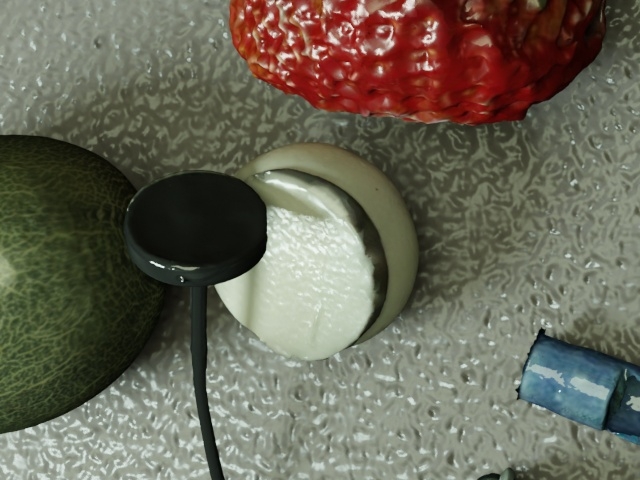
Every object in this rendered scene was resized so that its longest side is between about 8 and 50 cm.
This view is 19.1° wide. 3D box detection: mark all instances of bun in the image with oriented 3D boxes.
[{"bbox_3d":[0.000,0.000,1.502,0.173,0.120,0.172,11,116,24],"label":"bun"}]

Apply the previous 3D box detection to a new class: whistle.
[{"bbox_3d":[0.301,0.146,1.446,0.304,0.062,0.062,20,94,16],"label":"whistle"}]

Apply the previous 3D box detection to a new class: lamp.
[{"bbox_3d":[-0.096,0.137,1.469,0.130,0.108,0.371,9,112,10],"label":"lamp"}]

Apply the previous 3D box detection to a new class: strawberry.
[{"bbox_3d":[0.084,-0.218,1.437,0.292,0.310,0.291,2,80,-13],"label":"strawberry"}]

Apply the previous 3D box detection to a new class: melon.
[{"bbox_3d":[-0.276,0.040,1.522,0.302,0.237,0.237,-16,84,13],"label":"melon"}]

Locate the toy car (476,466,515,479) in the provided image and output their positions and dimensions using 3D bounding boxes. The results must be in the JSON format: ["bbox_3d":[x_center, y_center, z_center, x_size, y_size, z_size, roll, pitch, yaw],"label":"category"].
[{"bbox_3d":[0.143,0.261,1.472,0.112,0.112,0.139,34,108,-2],"label":"toy car"}]
